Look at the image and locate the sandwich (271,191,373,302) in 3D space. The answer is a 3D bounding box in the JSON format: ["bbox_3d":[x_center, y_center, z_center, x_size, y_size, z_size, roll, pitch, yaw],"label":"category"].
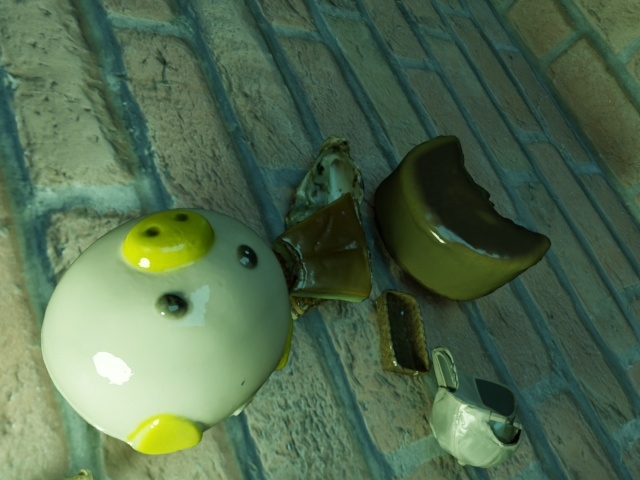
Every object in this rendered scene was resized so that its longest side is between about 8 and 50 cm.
[{"bbox_3d":[0.000,0.000,1.245,0.212,0.063,0.245,8,61,-32],"label":"sandwich"}]

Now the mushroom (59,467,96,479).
[{"bbox_3d":[-0.385,0.362,0.756,0.092,0.081,0.223,40,38,21],"label":"mushroom"}]

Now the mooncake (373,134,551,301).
[{"bbox_3d":[0.331,-0.056,1.489,0.393,0.246,0.394,21,48,-13],"label":"mooncake"}]

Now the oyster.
[{"bbox_3d":[0.003,-0.107,1.403,0.166,0.094,0.294,45,61,-7],"label":"oyster"}]

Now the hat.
[{"bbox_3d":[0.296,0.341,1.250,0.232,0.161,0.275,37,18,-30],"label":"hat"}]

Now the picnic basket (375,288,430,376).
[{"bbox_3d":[0.175,0.204,1.317,0.110,0.055,0.193,18,49,-28],"label":"picnic basket"}]

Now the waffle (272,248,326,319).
[{"bbox_3d":[-0.054,0.079,1.243,0.102,0.042,0.148,-27,77,-44],"label":"waffle"}]

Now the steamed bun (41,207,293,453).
[{"bbox_3d":[-0.214,0.118,0.902,0.334,0.334,0.374,49,48,4],"label":"steamed bun"}]
